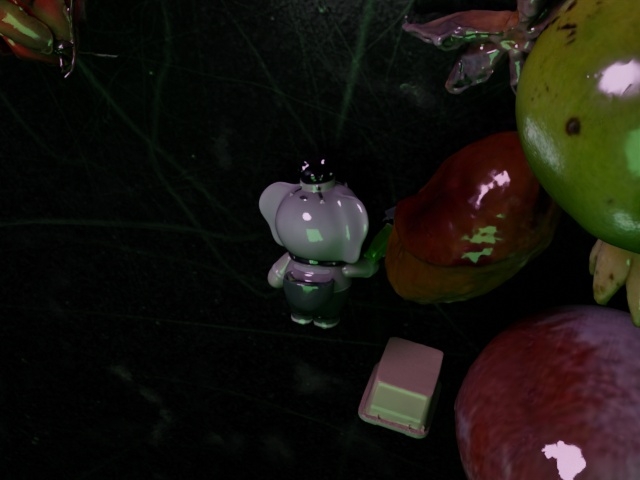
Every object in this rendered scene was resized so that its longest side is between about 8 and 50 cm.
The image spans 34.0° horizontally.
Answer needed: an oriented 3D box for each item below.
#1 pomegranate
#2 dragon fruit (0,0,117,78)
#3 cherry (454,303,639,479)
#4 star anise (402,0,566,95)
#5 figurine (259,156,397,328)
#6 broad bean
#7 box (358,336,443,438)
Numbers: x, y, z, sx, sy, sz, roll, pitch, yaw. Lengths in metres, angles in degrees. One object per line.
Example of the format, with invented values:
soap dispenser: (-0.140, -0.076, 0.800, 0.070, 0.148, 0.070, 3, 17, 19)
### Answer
pomegranate: (0.320, -0.064, 0.883, 0.310, 0.216, 0.358, 3, 124, -6)
dragon fruit: (-0.310, -0.269, 0.990, 0.293, 0.234, 0.234, 45, 129, -13)
cherry: (0.311, 0.235, 1.124, 0.326, 0.335, 0.291, 15, 120, -23)
star anise: (0.197, -0.187, 0.971, 0.208, 0.063, 0.172, -30, 115, 37)
figurine: (0.000, 0.000, 1.166, 0.147, 0.126, 0.192, 12, 116, 24)
broad bean: (0.148, -0.022, 1.069, 0.122, 0.156, 0.228, 17, 143, -40)
box: (0.103, 0.175, 1.276, 0.089, 0.122, 0.062, 16, 121, 7)
